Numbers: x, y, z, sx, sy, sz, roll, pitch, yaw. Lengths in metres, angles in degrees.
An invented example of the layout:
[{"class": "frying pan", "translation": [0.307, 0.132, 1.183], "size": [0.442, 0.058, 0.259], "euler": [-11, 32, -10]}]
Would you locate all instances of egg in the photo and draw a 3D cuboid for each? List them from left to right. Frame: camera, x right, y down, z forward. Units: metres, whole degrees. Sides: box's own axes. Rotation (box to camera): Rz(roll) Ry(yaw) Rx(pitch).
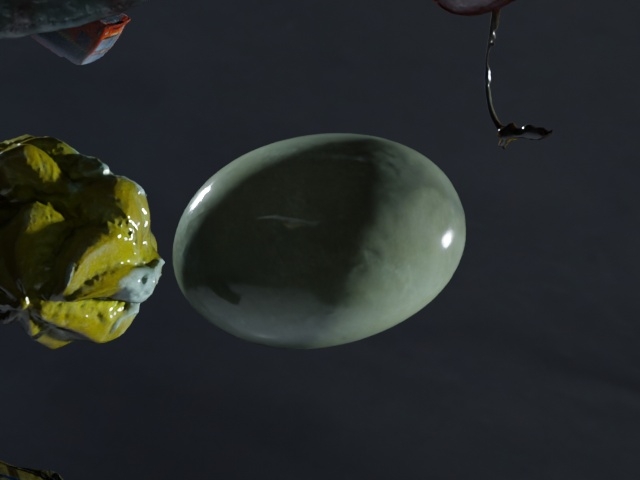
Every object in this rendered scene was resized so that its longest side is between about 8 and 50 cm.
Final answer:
[{"class": "egg", "translation": [0.000, 0.000, 1.741], "size": [0.352, 0.258, 0.258], "euler": [-10, 26, -16]}]

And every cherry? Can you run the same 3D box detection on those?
[{"class": "cherry", "translation": [0.136, -0.182, 1.096], "size": [0.107, 0.225, 0.090], "euler": [-21, 19, 15]}]

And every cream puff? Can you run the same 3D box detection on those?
[{"class": "cream puff", "translation": [-0.431, 0.020, 2.253], "size": [0.378, 0.378, 0.275], "euler": [20, 54, 20]}]

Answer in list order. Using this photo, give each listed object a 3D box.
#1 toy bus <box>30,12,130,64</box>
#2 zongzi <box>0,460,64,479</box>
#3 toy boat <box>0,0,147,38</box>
[{"class": "toy bus", "translation": [-0.296, -0.258, 1.538], "size": [0.192, 0.077, 0.065], "euler": [35, 26, 6]}, {"class": "zongzi", "translation": [-0.411, 0.246, 1.628], "size": [0.260, 0.123, 0.289], "euler": [2, 39, -21]}, {"class": "toy boat", "translation": [-0.202, -0.211, 0.973], "size": [0.282, 0.206, 0.096], "euler": [14, 8, -24]}]
